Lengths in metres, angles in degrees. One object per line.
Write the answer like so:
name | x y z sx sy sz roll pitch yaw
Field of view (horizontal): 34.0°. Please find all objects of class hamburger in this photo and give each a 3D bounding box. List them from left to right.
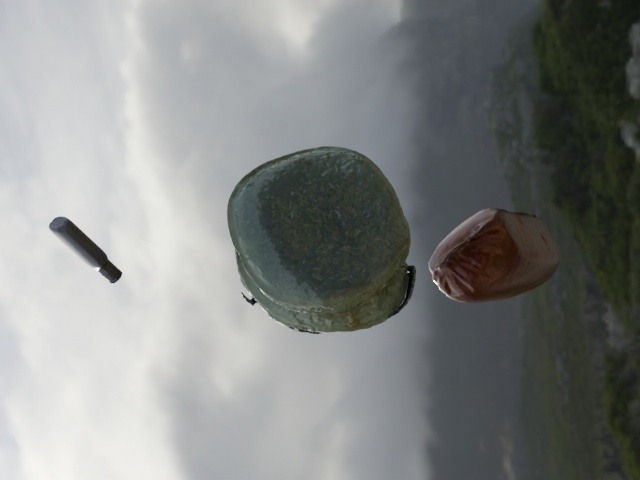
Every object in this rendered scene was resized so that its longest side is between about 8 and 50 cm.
hamburger | 0.000 0.000 0.765 0.062 0.133 0.140 97 149 -58

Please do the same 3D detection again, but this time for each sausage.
sausage | 0.200 0.019 1.142 0.094 0.097 0.348 51 -164 11

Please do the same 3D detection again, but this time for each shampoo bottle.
shampoo bottle | -0.444 0.020 1.993 0.165 0.080 0.040 47 -111 -29
